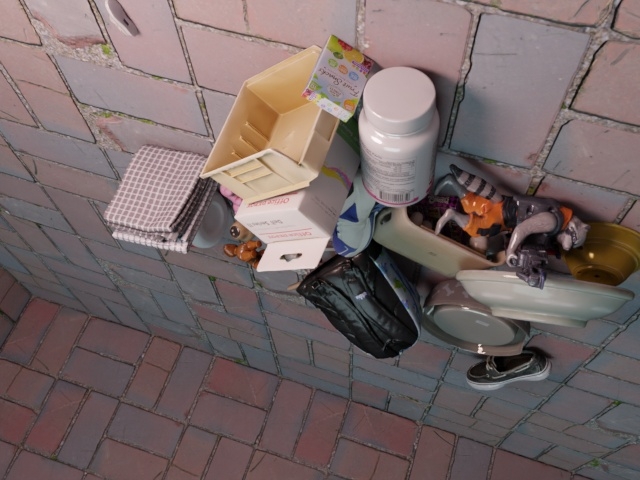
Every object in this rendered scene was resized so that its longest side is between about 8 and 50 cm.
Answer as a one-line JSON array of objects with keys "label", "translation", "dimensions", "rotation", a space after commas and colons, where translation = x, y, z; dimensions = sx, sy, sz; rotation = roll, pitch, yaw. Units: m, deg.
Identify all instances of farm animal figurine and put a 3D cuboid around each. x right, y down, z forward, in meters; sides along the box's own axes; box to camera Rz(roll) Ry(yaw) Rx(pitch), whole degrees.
[{"label": "farm animal figurine", "translation": [-0.161, -0.072, 1.776], "dimensions": [0.327, 0.330, 0.172], "rotation": [5, 167, -41]}]

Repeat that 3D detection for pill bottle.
[{"label": "pill bottle", "translation": [-0.456, -0.077, 2.014], "dimensions": [0.323, 0.181, 0.181], "rotation": [5, 150, 29]}, {"label": "pill bottle", "translation": [0.159, -0.205, 1.335], "dimensions": [0.160, 0.160, 0.283], "rotation": [15, 153, 13]}]

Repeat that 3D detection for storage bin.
[{"label": "storage bin", "translation": [-0.084, -0.231, 1.348], "dimensions": [0.123, 0.262, 0.260], "rotation": [37, 150, -31]}]

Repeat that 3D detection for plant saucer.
[{"label": "plant saucer", "translation": [0.517, 0.143, 1.553], "dimensions": [0.401, 0.100, 0.400], "rotation": [8, 175, 1]}]

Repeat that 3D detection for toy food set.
[{"label": "toy food set", "translation": [0.291, -0.007, 1.634], "dimensions": [0.306, 0.092, 0.220], "rotation": [25, 164, -12]}]

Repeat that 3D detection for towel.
[{"label": "towel", "translation": [-0.431, -0.123, 1.792], "dimensions": [0.235, 0.283, 0.121], "rotation": [13, 152, 15]}]

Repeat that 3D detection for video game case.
[{"label": "video game case", "translation": [0.261, -0.045, 1.702], "dimensions": [0.210, 0.041, 0.232], "rotation": [8, 152, 23]}]

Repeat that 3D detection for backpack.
[{"label": "backpack", "translation": [0.154, 0.181, 1.943], "dimensions": [0.290, 0.273, 0.355], "rotation": [-35, 95, 24]}]

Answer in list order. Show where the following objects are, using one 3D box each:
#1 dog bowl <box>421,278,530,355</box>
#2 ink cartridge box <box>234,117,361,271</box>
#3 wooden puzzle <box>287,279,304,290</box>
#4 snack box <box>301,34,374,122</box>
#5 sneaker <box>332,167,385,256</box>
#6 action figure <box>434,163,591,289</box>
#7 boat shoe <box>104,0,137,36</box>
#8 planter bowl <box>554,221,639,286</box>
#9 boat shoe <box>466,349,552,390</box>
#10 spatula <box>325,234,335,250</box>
[{"label": "dog bowl", "translation": [0.477, 0.235, 2.020], "dimensions": [0.349, 0.102, 0.348], "rotation": [16, 154, 8]}, {"label": "ink cartridge box", "translation": [-0.051, -0.112, 1.447], "dimensions": [0.207, 0.353, 0.119], "rotation": [-6, 143, 43]}, {"label": "wooden puzzle", "translation": [0.106, 0.176, 2.219], "dimensions": [0.348, 0.080, 0.322], "rotation": [27, 155, -22]}, {"label": "snack box", "translation": [0.035, -0.308, 1.248], "dimensions": [0.100, 0.141, 0.037], "rotation": [28, 153, -13]}, {"label": "sneaker", "translation": [0.052, -0.086, 1.598], "dimensions": [0.182, 0.127, 0.315], "rotation": [-1, 148, -20]}, {"label": "action figure", "translation": [0.417, -0.038, 1.412], "dimensions": [0.330, 0.341, 0.178], "rotation": [13, 110, 1]}, {"label": "boat shoe", "translation": [-0.432, -0.473, 1.400], "dimensions": [0.035, 0.035, 0.100], "rotation": [4, 156, 26]}, {"label": "planter bowl", "translation": [0.655, 0.052, 1.545], "dimensions": [0.217, 0.090, 0.217], "rotation": [17, 155, 8]}, {"label": "boat shoe", "translation": [0.636, 0.434, 2.300], "dimensions": [0.119, 0.121, 0.335], "rotation": [42, 137, -23]}, {"label": "spatula", "translation": [0.000, 0.000, 2.013], "dimensions": [0.242, 0.019, 0.168], "rotation": [-2, 147, 39]}]
